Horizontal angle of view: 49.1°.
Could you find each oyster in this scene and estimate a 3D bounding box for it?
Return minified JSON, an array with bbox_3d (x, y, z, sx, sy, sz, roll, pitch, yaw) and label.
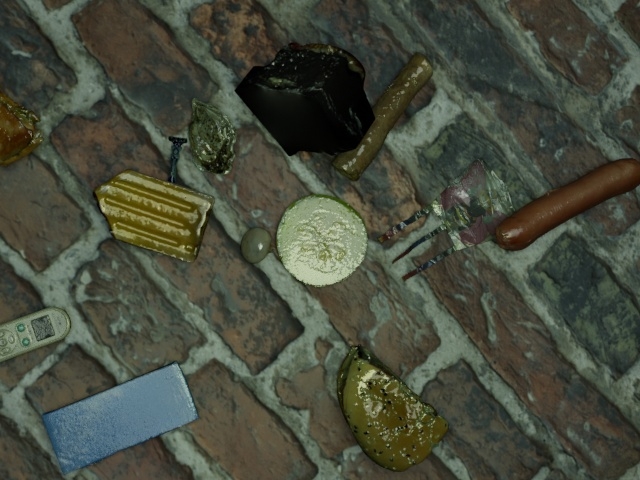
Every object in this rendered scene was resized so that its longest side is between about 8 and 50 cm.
[{"bbox_3d":[-0.251,-0.242,1.631,0.124,0.064,0.177,1,95,7],"label":"oyster"}]

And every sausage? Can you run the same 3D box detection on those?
[{"bbox_3d":[0.605,-0.091,1.714,0.418,0.094,0.094,-27,70,-10],"label":"sausage"}]

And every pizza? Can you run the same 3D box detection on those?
[{"bbox_3d":[-0.723,-0.270,1.567,0.226,0.069,0.147,42,102,1],"label":"pizza"}]

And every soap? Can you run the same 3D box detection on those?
[{"bbox_3d":[-0.382,-0.063,1.575,0.257,0.080,0.161,18,91,-6],"label":"soap"}]

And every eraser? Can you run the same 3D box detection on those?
[{"bbox_3d":[-0.437,0.389,1.553,0.311,0.042,0.144,-21,87,-9],"label":"eraser"}]

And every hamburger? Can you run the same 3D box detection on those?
[{"bbox_3d":[0.139,0.385,1.567,0.288,0.167,0.192,39,79,-3],"label":"hamburger"}]

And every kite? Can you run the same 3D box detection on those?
[{"bbox_3d":[0.313,-0.045,1.706,0.360,0.022,0.204,-28,89,-13],"label":"kite"}]

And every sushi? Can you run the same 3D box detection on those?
[{"bbox_3d":[-0.016,-0.336,1.578,0.215,0.227,0.212,47,61,-32],"label":"sushi"}]

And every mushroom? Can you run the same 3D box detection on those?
[{"bbox_3d":[-0.140,0.014,1.621,0.079,0.085,0.085,23,79,-48],"label":"mushroom"}]

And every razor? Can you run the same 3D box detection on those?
[{"bbox_3d":[-0.341,-0.166,1.624,0.044,0.028,0.155,8,83,-7],"label":"razor"}]

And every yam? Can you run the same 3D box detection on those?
[{"bbox_3d":[0.155,-0.297,1.680,0.081,0.081,0.357,37,83,-3],"label":"yam"}]

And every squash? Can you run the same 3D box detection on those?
[{"bbox_3d":[0.001,0.000,1.649,0.219,0.041,0.220,1,84,-8],"label":"squash"}]

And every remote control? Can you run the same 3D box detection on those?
[{"bbox_3d":[-0.658,0.211,1.540,0.221,0.042,0.078,-20,87,-10],"label":"remote control"}]
